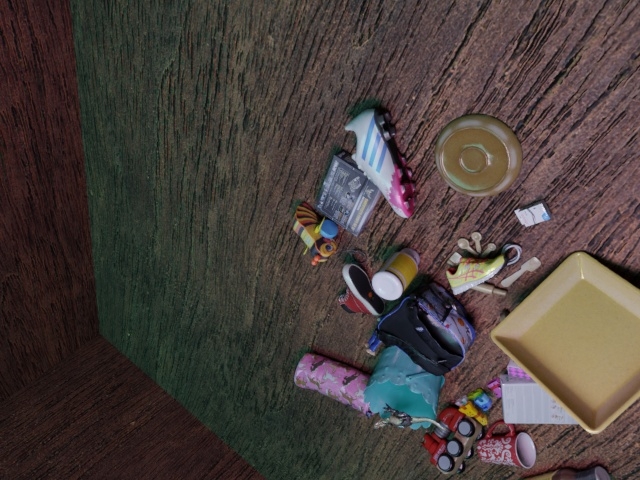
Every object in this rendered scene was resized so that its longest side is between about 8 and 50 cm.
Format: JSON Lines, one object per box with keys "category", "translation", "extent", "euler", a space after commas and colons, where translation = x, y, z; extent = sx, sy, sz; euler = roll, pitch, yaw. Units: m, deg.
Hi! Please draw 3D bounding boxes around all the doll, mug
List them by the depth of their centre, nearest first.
{"category": "mug", "translation": [0.657, 0.728, 1.677], "extent": [0.113, 0.150, 0.169], "euler": [23, 148, -27]}
{"category": "doll", "translation": [0.227, 0.321, 1.710], "extent": [0.046, 0.129, 0.189], "euler": [28, 107, -13]}

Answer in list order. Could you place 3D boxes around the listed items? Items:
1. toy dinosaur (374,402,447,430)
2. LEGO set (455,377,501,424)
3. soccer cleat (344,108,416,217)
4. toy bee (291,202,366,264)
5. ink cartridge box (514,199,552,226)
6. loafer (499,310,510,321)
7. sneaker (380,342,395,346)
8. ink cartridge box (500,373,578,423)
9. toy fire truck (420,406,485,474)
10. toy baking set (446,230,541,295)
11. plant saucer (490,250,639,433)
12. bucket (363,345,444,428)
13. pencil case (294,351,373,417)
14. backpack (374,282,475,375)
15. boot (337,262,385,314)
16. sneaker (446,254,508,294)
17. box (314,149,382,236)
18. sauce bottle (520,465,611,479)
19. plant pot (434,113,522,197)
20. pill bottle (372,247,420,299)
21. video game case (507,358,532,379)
{"category": "toy dinosaur", "translation": [0.286, 0.614, 1.616], "extent": [0.268, 0.064, 0.118], "euler": [-13, 136, 38]}
{"category": "LEGO set", "translation": [0.565, 0.580, 1.640], "extent": [0.093, 0.087, 0.227], "euler": [42, 136, 7]}
{"category": "soccer cleat", "translation": [0.176, -0.218, 1.382], "extent": [0.143, 0.116, 0.331], "euler": [-13, 102, 33]}
{"category": "toy bee", "translation": [0.000, 0.000, 1.628], "extent": [0.298, 0.162, 0.195], "euler": [26, 134, 24]}
{"category": "ink cartridge box", "translation": [0.561, -0.069, 1.247], "extent": [0.083, 0.028, 0.048], "euler": [-26, 101, 45]}
{"category": "loafer", "translation": [0.576, 0.285, 1.453], "extent": [0.050, 0.056, 0.148], "euler": [-11, 111, 35]}
{"category": "sneaker", "translation": [0.271, 0.377, 1.752], "extent": [0.158, 0.061, 0.065], "euler": [-8, 120, 42]}
{"category": "ink cartridge box", "translation": [0.704, 0.511, 1.516], "extent": [0.225, 0.056, 0.181], "euler": [-7, 117, 15]}
{"category": "toy fire truck", "translation": [0.462, 0.714, 1.763], "extent": [0.158, 0.217, 0.246], "euler": [31, 179, -42]}
{"category": "toy baking set", "translation": [0.501, 0.078, 1.391], "extent": [0.256, 0.030, 0.196], "euler": [20, 129, 26]}
{"category": "plant saucer", "translation": [0.665, 0.245, 1.172], "extent": [0.081, 0.333, 0.333], "euler": [36, -170, -47]}
{"category": "bucket", "translation": [0.308, 0.528, 1.704], "extent": [0.281, 0.183, 0.281], "euler": [17, 136, 17]}
{"category": "pencil case", "translation": [0.076, 0.605, 1.987], "extent": [0.386, 0.167, 0.160], "euler": [16, 160, 29]}
{"category": "backpack", "translation": [0.355, 0.290, 1.521], "extent": [0.263, 0.213, 0.276], "euler": [49, 142, 12]}
{"category": "boot", "translation": [0.103, 0.182, 1.706], "extent": [0.176, 0.088, 0.244], "euler": [-5, 130, 43]}
{"category": "sneaker", "translation": [0.446, 0.082, 1.368], "extent": [0.208, 0.081, 0.094], "euler": [-38, 76, 43]}
{"category": "box", "translation": [0.095, -0.152, 1.530], "extent": [0.183, 0.056, 0.231], "euler": [34, 134, 14]}
{"category": "sauce bottle", "translation": [0.821, 0.846, 1.605], "extent": [0.111, 0.111, 0.344], "euler": [45, 134, 4]}
{"category": "plant pot", "translation": [0.413, -0.218, 1.258], "extent": [0.236, 0.032, 0.236], "euler": [19, 128, 26]}
{"category": "pill bottle", "translation": [0.246, 0.100, 1.491], "extent": [0.103, 0.184, 0.103], "euler": [20, 129, 27]}
{"category": "video game case", "translation": [0.661, 0.310, 1.295], "extent": [0.232, 0.210, 0.042], "euler": [2, 122, 37]}
